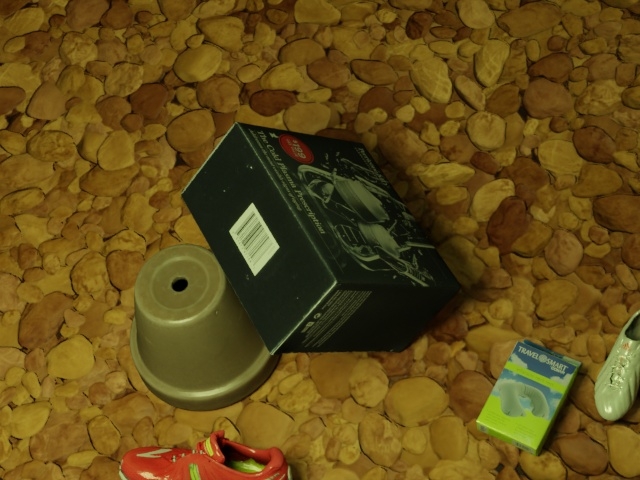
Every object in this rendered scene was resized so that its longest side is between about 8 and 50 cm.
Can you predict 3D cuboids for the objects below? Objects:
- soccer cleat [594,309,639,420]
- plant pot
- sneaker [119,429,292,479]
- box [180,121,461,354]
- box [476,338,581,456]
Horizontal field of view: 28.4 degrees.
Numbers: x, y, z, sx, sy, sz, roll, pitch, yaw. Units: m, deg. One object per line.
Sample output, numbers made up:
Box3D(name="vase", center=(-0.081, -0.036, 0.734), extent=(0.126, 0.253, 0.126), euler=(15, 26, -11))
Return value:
Box3D(name="soccer cleat", center=(0.487, 0.193, 2.021), extent=(0.068, 0.076, 0.196), euler=(20, 66, 19))
Box3D(name="plant pot", center=(-0.209, 0.121, 2.088), extent=(0.263, 0.229, 0.263), euler=(-5, 60, 8))
Box3D(name="sneaker", center=(-0.182, 0.349, 2.007), extent=(0.279, 0.118, 0.107), euler=(4, 33, 6))
Box3D(name="box", center=(0.000, 0.000, 2.053), extent=(0.179, 0.312, 0.343), euler=(-49, 58, 28))
Box3D(name="box", center=(0.338, 0.245, 2.037), extent=(0.109, 0.042, 0.178), euler=(23, 68, 20))
